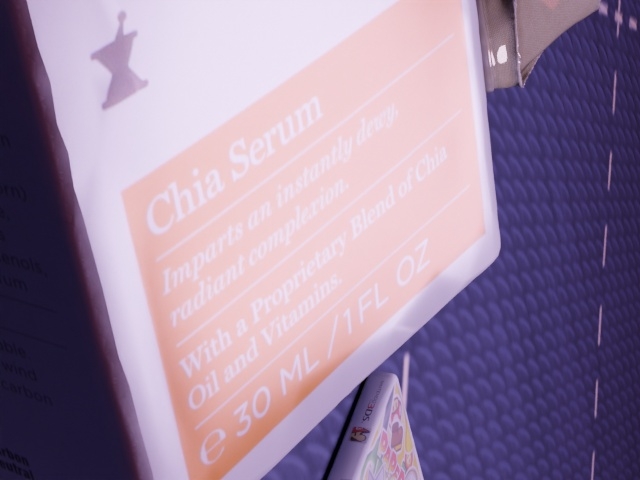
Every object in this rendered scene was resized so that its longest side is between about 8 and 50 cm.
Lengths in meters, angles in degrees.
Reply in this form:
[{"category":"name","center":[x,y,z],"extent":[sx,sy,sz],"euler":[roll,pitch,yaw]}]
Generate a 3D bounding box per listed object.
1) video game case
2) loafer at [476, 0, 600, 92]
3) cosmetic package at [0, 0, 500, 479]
[{"category":"video game case","center":[0.036,0.244,1.137],"extent":[0.206,0.026,0.227],"euler":[-65,150,-42]},{"category":"loafer","center":[0.190,-0.218,1.350],"extent":[0.268,0.092,0.102],"euler":[-63,148,-45]},{"category":"cosmetic package","center":[-0.079,-0.145,0.532],"extent":[0.230,0.161,0.453],"euler":[-40,132,-40]}]
